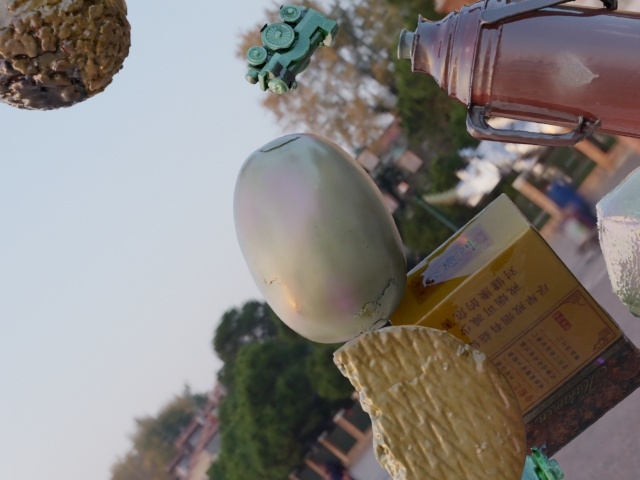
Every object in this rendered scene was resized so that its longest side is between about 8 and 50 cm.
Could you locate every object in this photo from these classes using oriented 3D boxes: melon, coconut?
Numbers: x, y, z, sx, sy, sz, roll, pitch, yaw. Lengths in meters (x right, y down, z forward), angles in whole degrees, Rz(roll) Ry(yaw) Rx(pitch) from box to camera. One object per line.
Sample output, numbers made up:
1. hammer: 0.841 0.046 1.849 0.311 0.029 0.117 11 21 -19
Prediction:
1. melon: 0.000 0.000 1.640 0.223 0.317 0.223 -24 4 2
2. coconut: 0.560 -0.006 1.866 0.233 0.245 0.233 -14 6 2

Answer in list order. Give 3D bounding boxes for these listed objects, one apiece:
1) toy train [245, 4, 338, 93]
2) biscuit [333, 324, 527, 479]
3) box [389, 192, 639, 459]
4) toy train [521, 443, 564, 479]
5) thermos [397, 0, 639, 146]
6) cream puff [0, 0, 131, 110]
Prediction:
1. toy train: -0.055 -0.328 1.978 0.178 0.104 0.071 -55 -14 -21
2. biscuit: 0.116 0.171 1.083 0.144 0.224 0.033 -32 1 -4
3. box: 0.314 0.155 1.799 0.264 0.415 0.116 -42 34 8
4. toy train: 0.305 0.399 1.570 0.132 0.243 0.188 -29 -44 3
5. thermos: 0.169 -0.123 0.826 0.099 0.232 0.124 75 -154 -67
6. cream puff: -0.488 -0.343 1.995 0.327 0.231 0.343 -1 -20 -45
